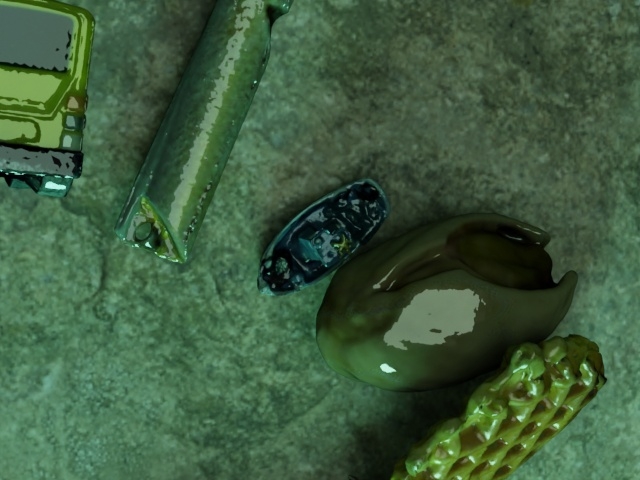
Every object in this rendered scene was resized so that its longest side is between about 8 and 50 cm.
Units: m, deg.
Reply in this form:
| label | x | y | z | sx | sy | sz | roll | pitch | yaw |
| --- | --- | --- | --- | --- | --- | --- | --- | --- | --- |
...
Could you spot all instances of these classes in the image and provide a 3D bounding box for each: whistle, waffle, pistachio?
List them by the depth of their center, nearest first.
| label | x | y | z | sx | sy | sz | roll | pitch | yaw |
| --- | --- | --- | --- | --- | --- | --- | --- | --- | --- |
| whistle | -0.080 | -0.139 | 1.608 | 0.068 | 0.057 | 0.326 | 23 | 93 | -18 |
| waffle | 0.140 | 0.165 | 1.665 | 0.238 | 0.243 | 0.059 | -44 | 70 | 15 |
| pistachio | 0.108 | 0.055 | 1.671 | 0.237 | 0.153 | 0.138 | -21 | 66 | -16 |

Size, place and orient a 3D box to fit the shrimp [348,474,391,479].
| label | x | y | z | sx | sy | sz | roll | pitch | yaw |
| --- | --- | --- | --- | --- | --- | --- | --- | --- | --- |
| shrimp | 0.054 | 0.226 | 1.735 | 0.092 | 0.038 | 0.029 | 15 | 55 | -20 |

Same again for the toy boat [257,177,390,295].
| label | x | y | z | sx | sy | sz | roll | pitch | yaw |
| --- | --- | --- | --- | --- | --- | --- | --- | --- | --- |
| toy boat | 0.000 | 0.000 | 1.659 | 0.137 | 0.061 | 0.060 | -34 | 109 | -8 |

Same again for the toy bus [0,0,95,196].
| label | x | y | z | sx | sy | sz | roll | pitch | yaw |
| --- | --- | --- | --- | --- | --- | --- | --- | --- | --- |
| toy bus | -0.254 | -0.114 | 1.453 | 0.128 | 0.262 | 0.150 | 6 | 92 | -19 |
